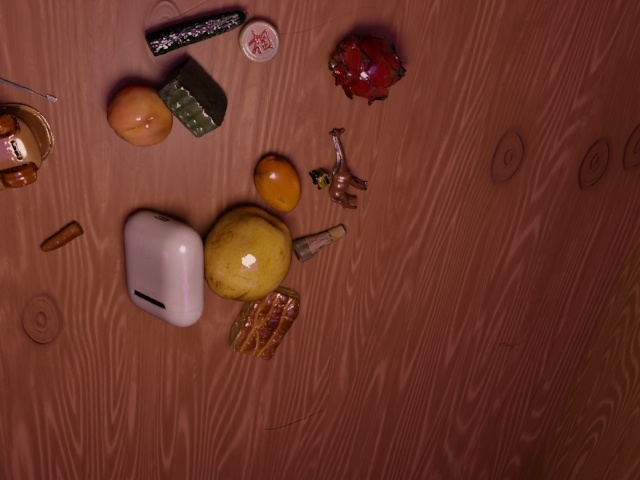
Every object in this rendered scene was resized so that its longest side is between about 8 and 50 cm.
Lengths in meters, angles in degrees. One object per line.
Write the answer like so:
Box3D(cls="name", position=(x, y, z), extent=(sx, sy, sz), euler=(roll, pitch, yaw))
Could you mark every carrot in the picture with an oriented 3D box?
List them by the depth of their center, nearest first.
Box3D(cls="carrot", position=(-0.802, -0.004, 1.671), extent=(0.139, 0.048, 0.048), euler=(-33, 121, 3))

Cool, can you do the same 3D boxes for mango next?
Box3D(cls="mango", position=(-0.135, -0.179, 1.767), extent=(0.145, 0.112, 0.219), euler=(-29, 133, -3))

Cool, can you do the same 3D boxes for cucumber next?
Box3D(cls="cucumber", position=(-0.341, -0.589, 1.511), extent=(0.294, 0.067, 0.067), euler=(-22, 121, -8))

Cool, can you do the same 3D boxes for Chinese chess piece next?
Box3D(cls="Chinese chess piece", position=(-0.178, -0.581, 1.576), extent=(0.122, 0.051, 0.122), euler=(-8, 119, -14))

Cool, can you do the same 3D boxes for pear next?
Box3D(cls="pear", position=(-0.238, 0.048, 1.737), extent=(0.314, 0.314, 0.314), euler=(-8, 118, -15))

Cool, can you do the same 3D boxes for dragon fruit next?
Box3D(cls="dragon fruit", position=(0.153, -0.525, 1.646), extent=(0.274, 0.193, 0.192), euler=(0, 89, -19))

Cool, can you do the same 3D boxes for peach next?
Box3D(cls="peach", position=(-0.504, -0.351, 1.516), extent=(0.184, 0.184, 0.184), euler=(-8, 118, -15))

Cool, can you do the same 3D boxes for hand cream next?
Box3D(cls="hand cream", position=(0.000, 0.000, 1.923), extent=(0.203, 0.084, 0.084), euler=(-27, 121, -12))

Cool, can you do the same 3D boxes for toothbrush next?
Box3D(cls="toothbrush", position=(-0.810, -0.417, 1.475), extent=(0.167, 0.011, 0.014), euler=(19, 104, -26))

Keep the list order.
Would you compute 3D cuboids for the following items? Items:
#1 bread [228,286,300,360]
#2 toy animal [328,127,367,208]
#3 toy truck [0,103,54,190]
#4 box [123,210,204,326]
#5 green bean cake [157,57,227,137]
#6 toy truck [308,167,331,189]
Box3D(cls="bread", position=(-0.204, 0.293, 1.979), extent=(0.185, 0.114, 0.274), euler=(22, 105, -27))
Box3D(cls="toy animal", position=(0.081, -0.239, 1.829), extent=(0.230, 0.066, 0.224), euler=(31, 88, -33))
Box3D(cls="toy truck", position=(-0.873, -0.241, 1.430), extent=(0.288, 0.211, 0.204), euler=(-18, 120, -13))
Box3D(cls="box", position=(-0.492, 0.090, 1.698), extent=(0.141, 0.289, 0.349), euler=(-33, 135, -52))
Box3D(cls="green bean cake", position=(-0.361, -0.402, 1.534), extent=(0.094, 0.173, 0.181), euler=(-26, 126, 24))
Box3D(cls="toy truck", position=(0.001, -0.208, 1.805), extent=(0.054, 0.083, 0.049), euler=(-28, 120, -4))
